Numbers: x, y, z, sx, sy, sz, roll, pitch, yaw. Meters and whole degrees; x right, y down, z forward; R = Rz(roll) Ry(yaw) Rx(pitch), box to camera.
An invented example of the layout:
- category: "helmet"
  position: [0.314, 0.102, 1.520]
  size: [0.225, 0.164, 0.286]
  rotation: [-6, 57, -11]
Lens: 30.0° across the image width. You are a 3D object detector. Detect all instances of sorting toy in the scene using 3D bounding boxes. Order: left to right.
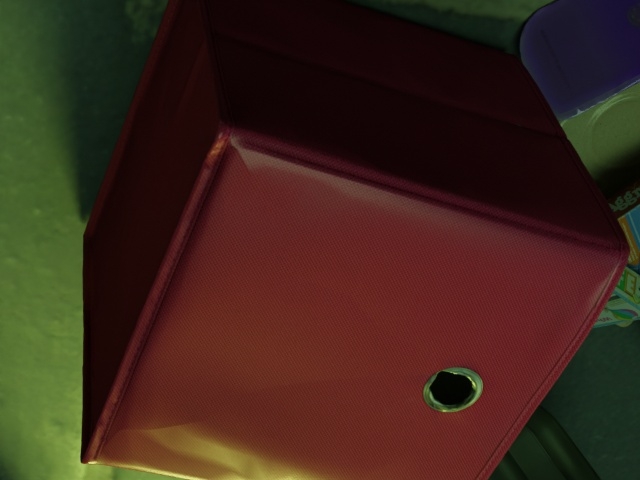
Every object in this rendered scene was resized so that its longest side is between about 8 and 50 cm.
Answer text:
- category: "sorting toy"
  position: [0.245, -0.045, 0.962]
  size: [0.193, 0.038, 0.208]
  rotation: [26, 111, -27]

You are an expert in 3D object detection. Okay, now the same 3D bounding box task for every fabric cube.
- category: "fabric cube"
  position: [0.000, 0.000, 0.797]
  size: [0.258, 0.259, 0.254]
  rotation: [15, 121, -20]

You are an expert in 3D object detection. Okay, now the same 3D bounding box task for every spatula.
- category: "spatula"
  position: [0.287, -0.181, 0.865]
  size: [0.296, 0.084, 0.030]
  rotation: [-24, 169, -3]

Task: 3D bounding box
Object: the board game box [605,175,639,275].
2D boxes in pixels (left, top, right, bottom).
- category: "board game box"
  position: [0.326, 0.023, 0.990]
  size: [0.145, 0.027, 0.281]
  rotation: [-35, 135, 1]

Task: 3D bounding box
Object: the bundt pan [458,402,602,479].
- category: "bundt pan"
  position: [0.073, 0.228, 0.988]
  size: [0.331, 0.124, 0.331]
  rotation: [-25, 167, -6]

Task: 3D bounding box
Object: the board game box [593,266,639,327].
- category: "board game box"
  position: [0.173, 0.042, 0.954]
  size: [0.103, 0.026, 0.154]
  rotation: [30, 149, -32]
